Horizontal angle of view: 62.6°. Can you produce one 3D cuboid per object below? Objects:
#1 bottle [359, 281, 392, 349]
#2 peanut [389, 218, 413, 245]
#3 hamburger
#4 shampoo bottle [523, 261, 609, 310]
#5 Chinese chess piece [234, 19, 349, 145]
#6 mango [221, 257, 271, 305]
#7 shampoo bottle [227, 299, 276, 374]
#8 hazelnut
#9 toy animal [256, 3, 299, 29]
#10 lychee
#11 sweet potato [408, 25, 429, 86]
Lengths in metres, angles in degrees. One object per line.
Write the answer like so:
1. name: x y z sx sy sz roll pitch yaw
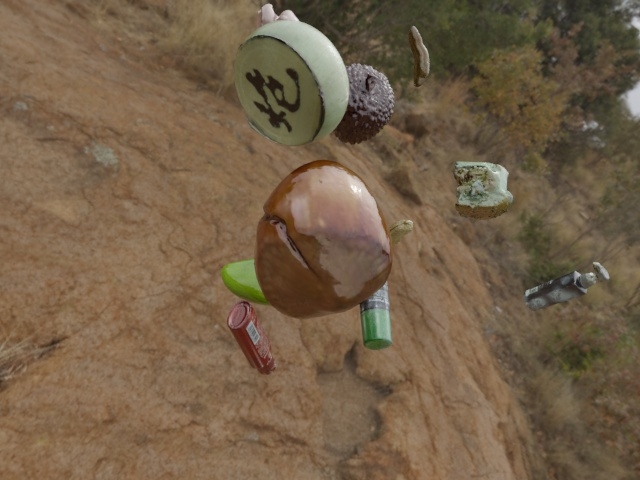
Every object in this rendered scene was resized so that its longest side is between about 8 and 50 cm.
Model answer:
1. bottle: 0.164 0.168 1.625 0.093 0.093 0.330 22 50 -30
2. peanut: 0.318 -0.031 2.192 0.080 0.174 0.080 27 42 -27
3. hamburger: 0.527 -0.159 1.706 0.192 0.167 0.288 5 -5 22
4. shampoo bottle: 0.613 0.116 1.318 0.063 0.208 0.057 38 46 -19
5. Chinese chess piece: -0.088 -0.437 1.494 0.349 0.349 0.146 42 52 6
6. mango: -0.178 0.135 1.858 0.343 0.192 0.156 7 -3 -20
7. shampoo bottle: -0.226 0.340 1.777 0.118 0.076 0.314 -80 160 -44
8. hazelnut: 0.000 0.000 1.206 0.316 0.372 0.372 18 32 -21
9. toy animal: -0.111 -0.724 1.794 0.213 0.124 0.124 9 36 -19
10. lychee: 0.149 -0.555 2.143 0.306 0.330 0.306 7 67 -17
11. sweet potato: 0.310 -0.577 1.647 0.053 0.054 0.182 -32 116 -48
